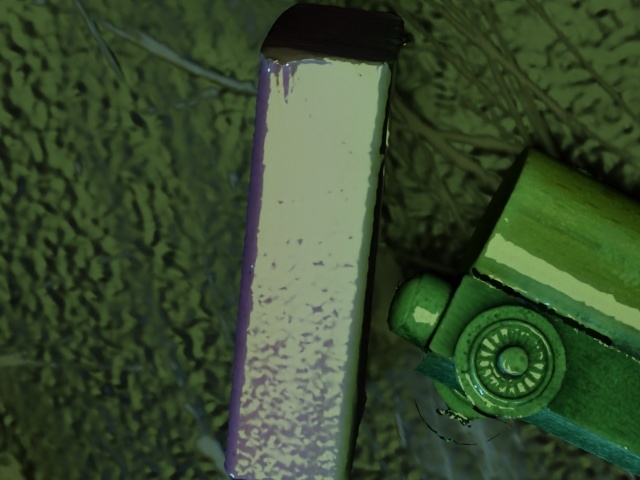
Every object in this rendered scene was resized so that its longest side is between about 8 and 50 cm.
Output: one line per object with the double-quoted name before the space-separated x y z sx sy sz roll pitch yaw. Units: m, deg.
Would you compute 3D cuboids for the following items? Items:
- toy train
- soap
"toy train" 0.197 0.070 1.158 0.307 0.126 0.189 27 74 -2
"soap" -0.002 0.000 1.110 0.081 0.181 0.259 8 107 3
